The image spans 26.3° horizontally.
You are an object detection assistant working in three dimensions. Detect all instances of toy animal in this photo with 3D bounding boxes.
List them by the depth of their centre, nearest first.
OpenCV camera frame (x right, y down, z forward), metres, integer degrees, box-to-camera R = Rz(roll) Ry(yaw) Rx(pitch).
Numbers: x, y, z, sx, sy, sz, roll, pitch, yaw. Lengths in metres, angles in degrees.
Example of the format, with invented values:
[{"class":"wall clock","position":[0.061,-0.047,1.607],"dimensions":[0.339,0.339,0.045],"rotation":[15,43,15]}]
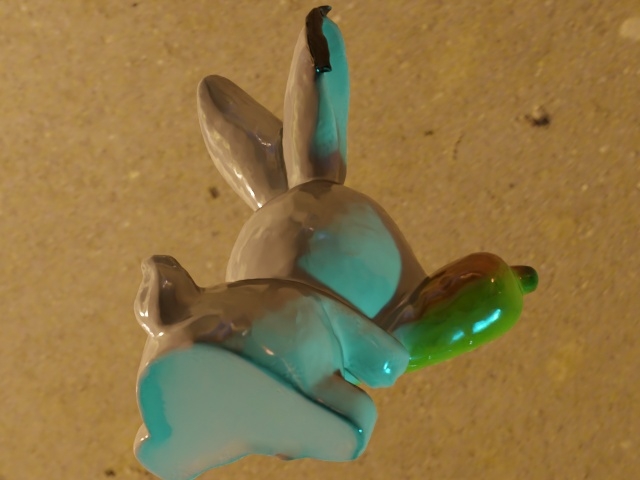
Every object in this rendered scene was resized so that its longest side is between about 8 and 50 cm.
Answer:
[{"class":"toy animal","position":[0.000,0.000,0.532],"dimensions":[0.131,0.182,0.127],"rotation":[-19,116,33]}]
